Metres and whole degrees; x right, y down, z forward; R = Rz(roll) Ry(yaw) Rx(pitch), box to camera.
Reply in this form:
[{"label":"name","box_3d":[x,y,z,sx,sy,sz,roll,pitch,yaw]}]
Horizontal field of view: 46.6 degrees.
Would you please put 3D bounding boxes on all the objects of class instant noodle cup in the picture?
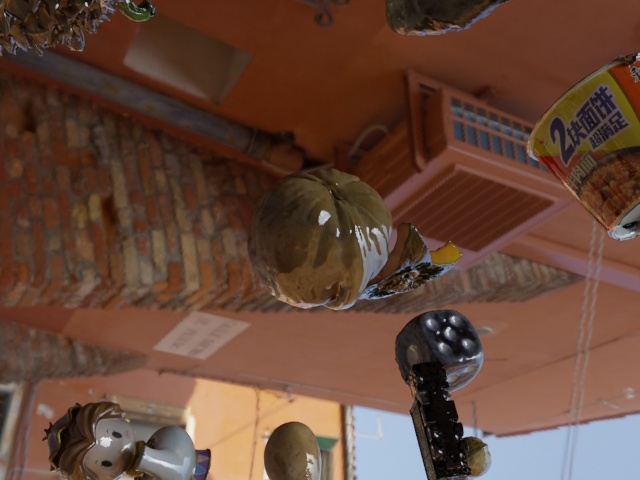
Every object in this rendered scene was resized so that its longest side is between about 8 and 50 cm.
[{"label":"instant noodle cup","box_3d":[0.411,-0.114,0.991,0.213,0.213,0.174,-52,-125,41]}]

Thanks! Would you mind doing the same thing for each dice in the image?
[{"label":"dice","box_3d":[0.326,0.309,2.053,0.182,0.183,0.181,114,-37,-45]}]

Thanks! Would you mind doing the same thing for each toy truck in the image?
[{"label":"toy truck","box_3d":[0.258,0.404,1.646,0.121,0.088,0.259,96,-14,-54]}]

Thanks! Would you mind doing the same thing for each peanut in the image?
[{"label":"peanut","box_3d":[0.341,0.529,1.770,0.117,0.101,0.263,-38,166,-26]}]

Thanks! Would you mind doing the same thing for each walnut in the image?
[{"label":"walnut","box_3d":[0.000,0.000,1.468,0.285,0.296,0.285,26,-54,42]}]

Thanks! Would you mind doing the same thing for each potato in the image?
[{"label":"potato","box_3d":[-0.048,0.421,1.424,0.112,0.112,0.147,-28,-118,58]}]

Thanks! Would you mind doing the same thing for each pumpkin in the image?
[{"label":"pumpkin","box_3d":[0.180,0.066,1.733,0.258,0.290,0.095,-32,-112,25]}]

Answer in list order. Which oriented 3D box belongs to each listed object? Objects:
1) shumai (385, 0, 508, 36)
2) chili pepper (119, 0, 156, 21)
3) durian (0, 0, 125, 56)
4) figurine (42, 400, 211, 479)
[{"label":"shumai","box_3d":[0.225,-0.537,1.188,0.324,0.323,0.397,-42,-158,-30]},{"label":"chili pepper","box_3d":[-0.312,-0.425,1.057,0.165,0.173,0.261,-117,-174,-58]},{"label":"durian","box_3d":[-0.170,-0.185,0.424,0.196,0.166,0.196,0,90,-86]},{"label":"figurine","box_3d":[-0.316,0.346,1.198,0.189,0.263,0.142,-41,-150,59]}]
